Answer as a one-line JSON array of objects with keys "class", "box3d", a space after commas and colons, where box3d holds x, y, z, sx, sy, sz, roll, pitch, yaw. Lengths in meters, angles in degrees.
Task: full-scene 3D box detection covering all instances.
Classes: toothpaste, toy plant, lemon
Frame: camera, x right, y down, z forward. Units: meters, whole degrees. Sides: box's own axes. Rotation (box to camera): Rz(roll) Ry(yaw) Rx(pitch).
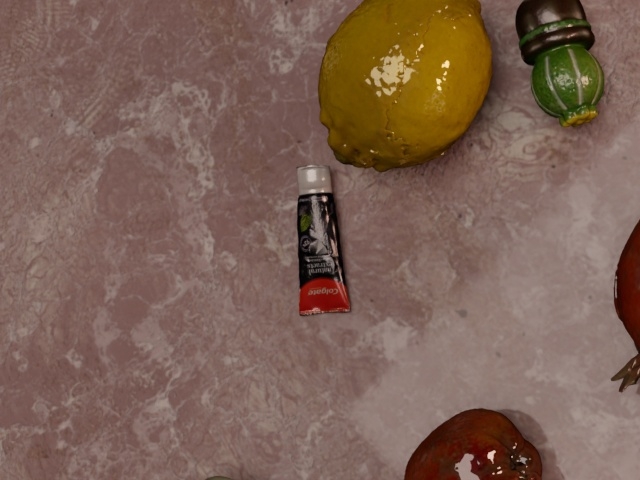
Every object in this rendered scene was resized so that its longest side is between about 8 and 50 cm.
[{"class": "toothpaste", "box3d": [0.000, 0.000, 1.543, 0.071, 0.045, 0.193, -4, 87, 21]}, {"class": "toy plant", "box3d": [0.290, -0.216, 1.431, 0.093, 0.093, 0.162, -18, 77, 18]}, {"class": "lemon", "box3d": [0.101, -0.199, 1.449, 0.204, 0.204, 0.260, 36, 88, 22]}]

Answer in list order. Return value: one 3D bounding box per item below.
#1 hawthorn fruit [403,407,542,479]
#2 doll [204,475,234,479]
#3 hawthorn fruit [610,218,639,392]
[{"class": "hawthorn fruit", "box3d": [0.158, 0.293, 1.392, 0.203, 0.163, 0.162, -31, 71, 33]}, {"class": "doll", "box3d": [-0.126, 0.466, 1.452, 0.330, 0.235, 0.174, 63, 148, 25]}, {"class": "hawthorn fruit", "box3d": [0.426, 0.062, 1.258, 0.307, 0.276, 0.276, -38, 70, 25]}]
